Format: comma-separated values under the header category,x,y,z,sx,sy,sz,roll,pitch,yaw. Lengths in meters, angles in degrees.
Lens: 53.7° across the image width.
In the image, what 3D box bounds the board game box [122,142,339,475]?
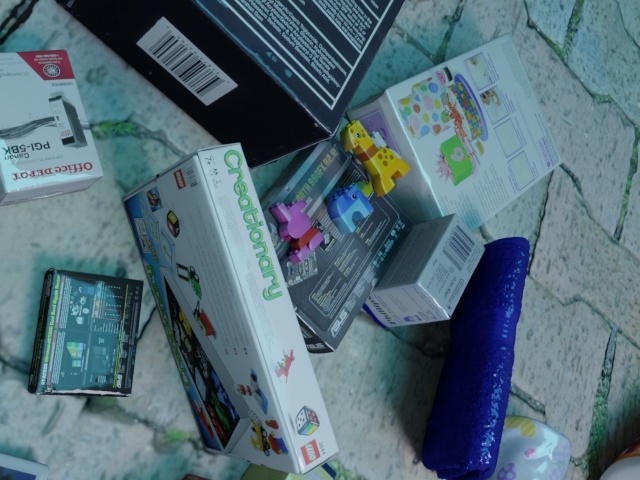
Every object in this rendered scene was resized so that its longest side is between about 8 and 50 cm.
category,x,y,z,sx,sy,sz,roll,pitch,yaw
board game box,-0.101,0.074,0.642,0.053,0.193,0.305,-20,94,-37

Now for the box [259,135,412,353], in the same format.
category,x,y,z,sx,sy,sz,roll,pitch,yaw
box,0.000,0.000,0.816,0.183,0.056,0.231,46,58,-19

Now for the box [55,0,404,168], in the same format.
category,x,y,z,sx,sy,sz,roll,pitch,yaw
box,-0.077,-0.296,0.736,0.296,0.183,0.294,41,61,-25

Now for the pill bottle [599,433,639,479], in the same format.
category,x,y,z,sx,sy,sz,roll,pitch,yaw
pill bottle,0.696,0.413,1.148,0.392,0.224,0.224,-21,94,-37

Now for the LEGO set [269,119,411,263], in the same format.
category,x,y,z,sx,sy,sz,roll,pitch,yaw
LEGO set,0.032,-0.083,0.767,0.227,0.087,0.093,-46,108,-34

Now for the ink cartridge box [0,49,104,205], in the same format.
category,x,y,z,sx,sy,sz,roll,pitch,yaw
ink cartridge box,-0.286,-0.112,0.625,0.099,0.056,0.135,-18,92,-38

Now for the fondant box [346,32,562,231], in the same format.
category,x,y,z,sx,sy,sz,roll,pitch,yaw
fondant box,0.222,-0.159,0.988,0.330,0.096,0.238,-32,101,-37

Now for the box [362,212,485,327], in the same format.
category,x,y,z,sx,sy,sz,roll,pitch,yaw
box,0.130,0.044,0.852,0.072,0.137,0.126,46,58,-18

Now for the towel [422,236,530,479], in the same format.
category,x,y,z,sx,sy,sz,roll,pitch,yaw
towel,0.206,0.165,0.862,0.076,0.227,0.308,13,66,8

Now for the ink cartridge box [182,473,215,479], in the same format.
category,x,y,z,sx,sy,sz,roll,pitch,yaw
ink cartridge box,-0.138,0.371,0.622,0.158,0.092,0.218,54,54,-16

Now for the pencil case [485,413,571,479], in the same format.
category,x,y,z,sx,sy,sz,roll,pitch,yaw
pencil case,0.277,0.392,0.912,0.124,0.113,0.273,31,64,-17

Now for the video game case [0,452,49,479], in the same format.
category,x,y,z,sx,sy,sz,roll,pitch,yaw
video game case,-0.385,0.282,0.431,0.300,0.036,0.328,30,46,-29

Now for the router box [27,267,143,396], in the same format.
category,x,y,z,sx,sy,sz,roll,pitch,yaw
router box,-0.234,0.094,0.636,0.092,0.038,0.122,12,74,-35

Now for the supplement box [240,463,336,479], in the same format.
category,x,y,z,sx,sy,sz,roll,pitch,yaw
supplement box,-0.043,0.277,0.714,0.056,0.083,0.083,49,56,-18
